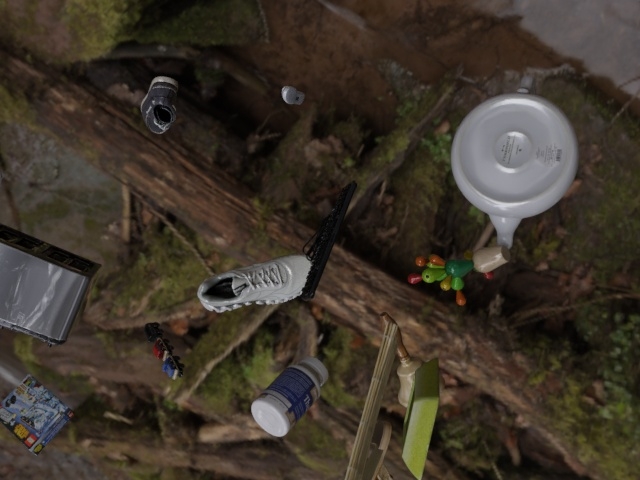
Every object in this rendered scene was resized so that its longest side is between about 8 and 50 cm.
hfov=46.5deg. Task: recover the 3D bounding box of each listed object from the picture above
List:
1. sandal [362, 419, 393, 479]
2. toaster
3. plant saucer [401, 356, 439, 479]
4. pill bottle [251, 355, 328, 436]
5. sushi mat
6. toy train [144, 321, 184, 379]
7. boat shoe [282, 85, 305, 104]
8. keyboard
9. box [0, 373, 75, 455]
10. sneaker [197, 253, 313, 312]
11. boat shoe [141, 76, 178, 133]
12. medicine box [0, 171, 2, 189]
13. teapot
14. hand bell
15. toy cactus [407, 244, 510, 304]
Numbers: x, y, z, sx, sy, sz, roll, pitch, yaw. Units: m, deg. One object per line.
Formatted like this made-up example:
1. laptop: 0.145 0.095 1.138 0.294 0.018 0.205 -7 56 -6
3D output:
1. sandal: 0.153 0.578 1.877 0.079 0.240 0.088 19 180 -16
2. toaster: -0.402 0.058 1.014 0.168 0.110 0.185 23 -178 -11
3. plant saucer: 0.200 0.353 1.509 0.045 0.188 0.188 10 107 5
4. pill bottle: -0.041 0.226 1.102 0.067 0.120 0.067 23 133 27
5. sushi mat: 0.072 0.291 1.140 0.019 0.317 0.151 14 164 12
6. toy train: -0.303 0.209 1.431 0.158 0.036 0.027 46 125 42
7. boat shoe: -0.066 -0.311 1.577 0.035 0.100 0.035 29 104 15
8. keyboard: 0.000 0.000 1.131 0.038 0.192 0.100 24 166 -5
9. box: -0.513 0.308 1.330 0.137 0.094 0.027 25 154 36
10. sneaker: -0.146 0.098 1.724 0.292 0.110 0.118 -16 170 0
11. boat shoe: -0.341 -0.268 1.573 0.075 0.065 0.206 7 159 -16
12. medicine box: -0.744 -0.105 1.413 0.289 0.149 0.263 47 134 22
13. teapot: 0.377 -0.157 1.442 0.252 0.256 0.187 56 -169 16
14. hand bell: 0.200 0.275 1.809 0.126 0.126 0.242 -7 121 41
15. toy cactus: 0.296 0.059 1.499 0.219 0.112 0.180 8 158 -43
